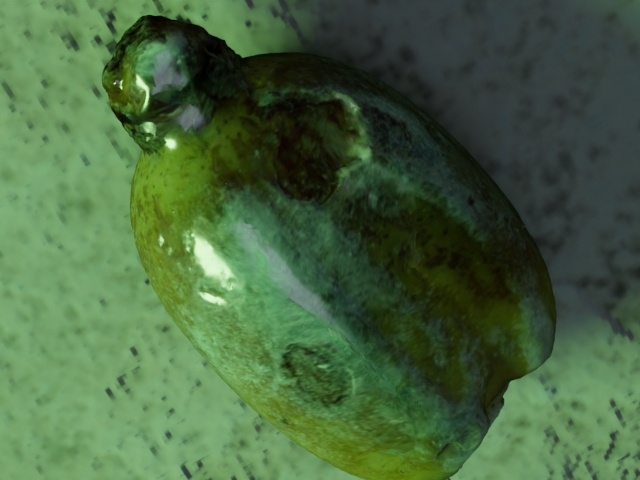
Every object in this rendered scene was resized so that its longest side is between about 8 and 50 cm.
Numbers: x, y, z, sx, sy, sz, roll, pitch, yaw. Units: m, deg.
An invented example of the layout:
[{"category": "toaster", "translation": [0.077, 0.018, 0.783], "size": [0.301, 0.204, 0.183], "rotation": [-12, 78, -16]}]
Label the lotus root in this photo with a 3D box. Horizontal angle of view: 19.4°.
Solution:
[{"category": "lotus root", "translation": [0.000, 0.000, 0.625], "size": [0.113, 0.088, 0.192], "rotation": [-48, 111, -8]}]
